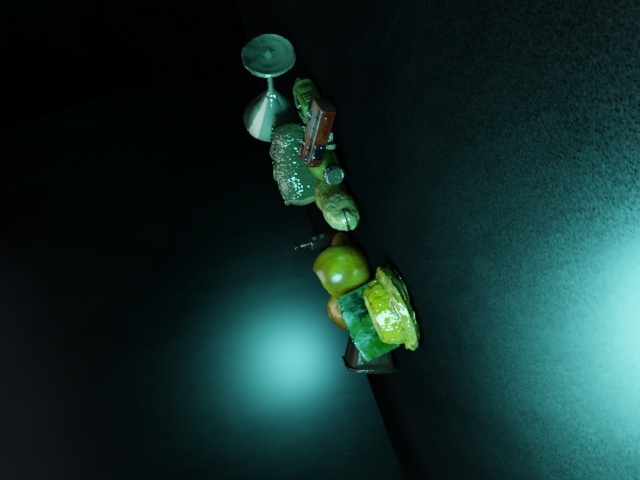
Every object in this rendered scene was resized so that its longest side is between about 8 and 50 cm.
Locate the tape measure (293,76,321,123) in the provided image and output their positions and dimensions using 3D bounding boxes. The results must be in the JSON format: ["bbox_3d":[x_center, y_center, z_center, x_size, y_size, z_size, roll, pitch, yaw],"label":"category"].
[{"bbox_3d":[-0.044,-0.477,1.835,0.154,0.088,0.177,76,175,-55],"label":"tape measure"}]

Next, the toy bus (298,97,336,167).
[{"bbox_3d":[-0.012,-0.343,1.701,0.235,0.074,0.096,106,149,-42],"label":"toy bus"}]

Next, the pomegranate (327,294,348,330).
[{"bbox_3d":[0.126,0.281,2.220,0.209,0.209,0.209,161,90,-85],"label":"pomegranate"}]

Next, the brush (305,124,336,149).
[{"bbox_3d":[-0.005,-0.396,1.916,0.327,0.070,0.065,-116,26,-65],"label":"brush"}]

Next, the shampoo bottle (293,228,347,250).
[{"bbox_3d":[-0.001,-0.002,2.336,0.068,0.236,0.067,-113,8,-61],"label":"shampoo bottle"}]

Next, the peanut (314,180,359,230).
[{"bbox_3d":[0.055,-0.129,1.874,0.290,0.130,0.130,-114,7,-56],"label":"peanut"}]

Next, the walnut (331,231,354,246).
[{"bbox_3d":[0.094,0.026,2.240,0.105,0.105,0.124,-124,26,-71],"label":"walnut"}]

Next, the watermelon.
[{"bbox_3d":[0.200,0.300,1.995,0.264,0.151,0.302,66,-168,14],"label":"watermelon"}]

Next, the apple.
[{"bbox_3d":[0.079,0.124,2.069,0.237,0.208,0.236,163,90,-81],"label":"apple"}]

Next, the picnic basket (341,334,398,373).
[{"bbox_3d":[0.209,0.473,2.247,0.297,0.223,0.129,170,104,-85],"label":"picnic basket"}]

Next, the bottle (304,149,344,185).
[{"bbox_3d":[0.015,-0.268,1.852,0.260,0.112,0.112,-122,13,-59],"label":"bottle"}]

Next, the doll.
[{"bbox_3d":[-0.102,-0.323,2.179,0.247,0.247,0.349,-120,16,-65],"label":"doll"}]

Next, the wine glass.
[{"bbox_3d":[-0.198,-0.619,2.142,0.406,0.267,0.267,96,155,-66],"label":"wine glass"}]

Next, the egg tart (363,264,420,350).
[{"bbox_3d":[0.211,0.215,1.603,0.288,0.118,0.288,156,90,-87],"label":"egg tart"}]
